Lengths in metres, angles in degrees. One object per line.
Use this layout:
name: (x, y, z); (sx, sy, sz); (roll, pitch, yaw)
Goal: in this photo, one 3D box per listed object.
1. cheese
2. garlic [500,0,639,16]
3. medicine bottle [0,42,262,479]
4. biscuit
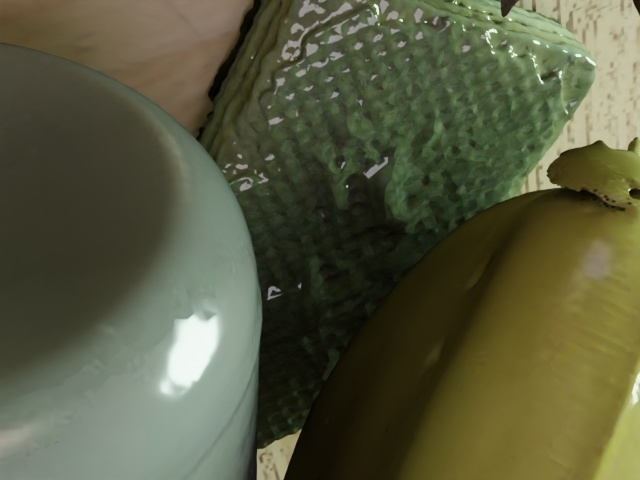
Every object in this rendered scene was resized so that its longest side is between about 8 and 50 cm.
cheese: (0.062, 0.105, 0.574); (0.128, 0.259, 0.316); (25, 81, -10)
garlic: (0.148, -0.139, 0.559); (0.207, 0.207, 0.257); (-24, 167, -5)
medicine bottle: (-0.145, 0.108, 0.531); (0.245, 0.245, 0.306); (-10, 130, -17)
biscuit: (0.000, 0.000, 0.642); (0.150, 0.052, 0.252); (13, 122, -31)
